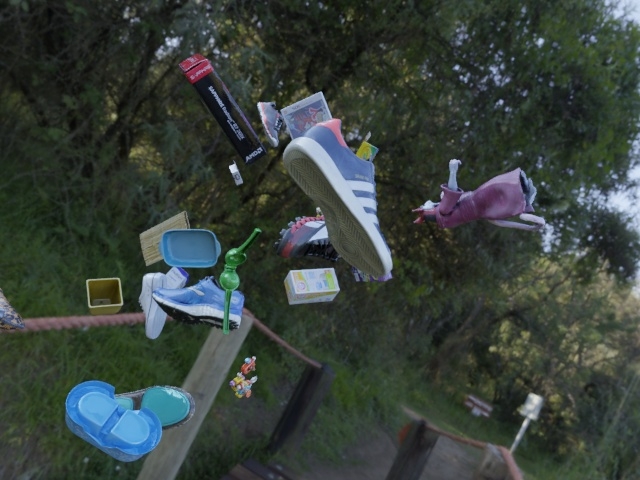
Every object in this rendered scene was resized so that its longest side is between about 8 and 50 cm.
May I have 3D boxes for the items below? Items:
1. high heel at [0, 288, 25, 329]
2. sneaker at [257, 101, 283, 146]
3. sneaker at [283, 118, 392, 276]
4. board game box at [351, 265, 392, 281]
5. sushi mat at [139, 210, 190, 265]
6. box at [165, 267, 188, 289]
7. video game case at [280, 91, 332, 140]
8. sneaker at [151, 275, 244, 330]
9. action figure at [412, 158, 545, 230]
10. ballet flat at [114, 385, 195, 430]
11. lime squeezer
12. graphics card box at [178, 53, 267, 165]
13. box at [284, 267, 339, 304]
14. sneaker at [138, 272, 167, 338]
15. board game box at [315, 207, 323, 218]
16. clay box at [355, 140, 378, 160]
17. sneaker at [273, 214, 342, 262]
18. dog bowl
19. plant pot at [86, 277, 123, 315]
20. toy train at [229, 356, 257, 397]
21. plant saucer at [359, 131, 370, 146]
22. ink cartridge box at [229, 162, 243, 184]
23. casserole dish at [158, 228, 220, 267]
[{"bbox_3d":[-1.071,0.236,1.818,0.186,0.093,0.261,33,-6,-14],"label":"high heel"},{"bbox_3d":[-0.135,-0.341,1.536,0.061,0.065,0.158,88,-15,-66],"label":"sneaker"},{"bbox_3d":[0.072,-0.085,1.074,0.131,0.148,0.350,3,-46,44],"label":"sneaker"},{"bbox_3d":[0.164,-0.001,2.172,0.208,0.056,0.347,-7,-79,64],"label":"board game box"},{"bbox_3d":[-0.655,-0.004,2.265,0.316,0.151,0.019,-21,-11,34],"label":"sushi mat"},{"bbox_3d":[-0.637,0.187,2.297,0.072,0.137,0.126,39,-22,0],"label":"box"},{"bbox_3d":[-0.041,-0.460,2.132,0.201,0.183,0.023,67,18,-8],"label":"video game case"},{"bbox_3d":[-0.394,0.194,1.756,0.330,0.147,0.130,8,-33,16],"label":"sneaker"},{"bbox_3d":[0.473,-0.097,1.672,0.370,0.276,0.248,-18,-22,16],"label":"action figure"},{"bbox_3d":[-0.657,0.639,2.004,0.483,0.164,0.182,-8,-31,13],"label":"ballet flat"},{"bbox_3d":[-0.224,0.094,1.441,0.059,0.310,0.110,2,24,-48],"label":"lime squeezer"},{"bbox_3d":[-0.335,-0.449,1.839,0.371,0.094,0.233,59,-5,-29],"label":"graphics card box"},{"bbox_3d":[-0.039,0.194,2.278,0.203,0.114,0.103,-2,-32,-23],"label":"box"},{"bbox_3d":[-0.661,0.253,2.101,0.091,0.258,0.094,5,-4,18],"label":"sneaker"},{"bbox_3d":[0.058,-0.049,2.348,0.030,0.136,0.259,-6,-14,33],"label":"board game box"},{"bbox_3d":[0.100,-0.196,1.646,0.053,0.222,0.127,31,12,2],"label":"clay box"},{"bbox_3d":[0.000,0.000,1.388,0.135,0.097,0.276,44,36,20],"label":"sneaker"},{"bbox_3d":[-0.624,0.545,1.602,0.297,0.074,0.166,34,28,-4],"label":"dog bowl"},{"bbox_3d":[-0.565,0.155,1.395,0.081,0.081,0.083,-2,-33,-28],"label":"plant pot"},{"bbox_3d":[-0.254,0.489,1.880,0.046,0.125,0.166,31,-33,28],"label":"toy train"},{"bbox_3d":[0.202,-0.450,2.404,0.015,0.083,0.083,35,-7,-1],"label":"plant saucer"},{"bbox_3d":[-0.335,-0.266,2.114,0.083,0.028,0.048,75,-10,-48],"label":"ink cartridge box"},{"bbox_3d":[-0.377,0.020,1.566,0.188,0.114,0.037,0,15,10],"label":"casserole dish"}]
